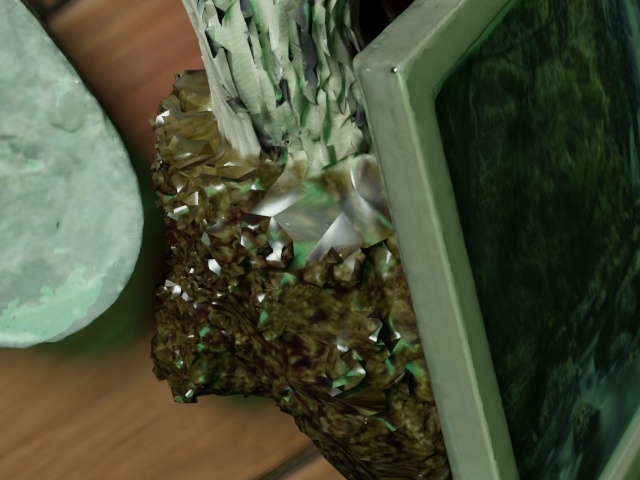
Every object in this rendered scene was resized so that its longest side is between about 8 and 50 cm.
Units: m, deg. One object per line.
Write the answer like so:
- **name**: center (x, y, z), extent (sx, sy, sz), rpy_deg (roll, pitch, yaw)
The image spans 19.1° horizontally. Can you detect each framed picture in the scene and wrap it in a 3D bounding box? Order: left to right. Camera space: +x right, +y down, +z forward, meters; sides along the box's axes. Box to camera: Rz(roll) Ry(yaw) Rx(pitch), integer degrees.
- **framed picture**: center (0.116, -0.036, 0.719), extent (0.020, 0.324, 0.240), rpy_deg (4, 123, 31)

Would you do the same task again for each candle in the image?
- **candle**: center (-0.156, -0.042, 0.732), extent (0.192, 0.068, 0.168), rpy_deg (4, 112, -23)

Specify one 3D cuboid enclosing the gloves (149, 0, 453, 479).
- **gloves**: center (0.004, -0.004, 0.736), extent (0.135, 0.210, 0.312), rpy_deg (-29, 114, -19)
